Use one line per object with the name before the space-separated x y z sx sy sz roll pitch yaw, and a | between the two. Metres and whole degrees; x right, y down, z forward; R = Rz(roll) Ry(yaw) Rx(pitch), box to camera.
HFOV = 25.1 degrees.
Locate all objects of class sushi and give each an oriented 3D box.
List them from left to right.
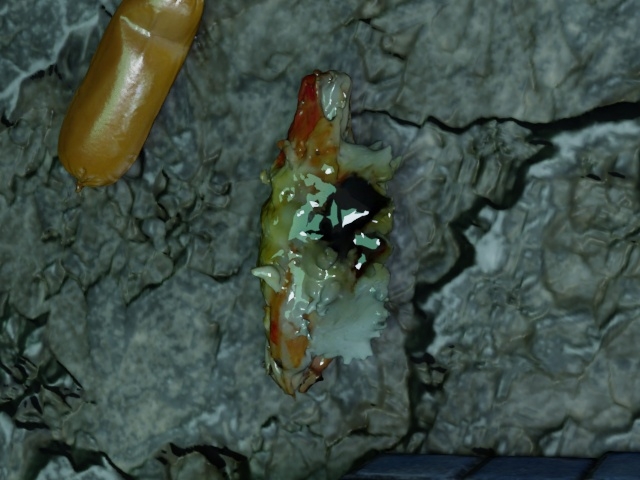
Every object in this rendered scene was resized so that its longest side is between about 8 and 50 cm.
sushi | 0.003 0.000 0.955 0.103 0.097 0.226 5 100 19

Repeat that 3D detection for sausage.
sausage | -0.137 -0.115 1.024 0.062 0.054 0.183 22 105 -14

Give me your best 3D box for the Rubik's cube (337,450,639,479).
Rubik's cube | 0.137 0.317 0.808 0.337 0.344 0.343 -2 94 23
